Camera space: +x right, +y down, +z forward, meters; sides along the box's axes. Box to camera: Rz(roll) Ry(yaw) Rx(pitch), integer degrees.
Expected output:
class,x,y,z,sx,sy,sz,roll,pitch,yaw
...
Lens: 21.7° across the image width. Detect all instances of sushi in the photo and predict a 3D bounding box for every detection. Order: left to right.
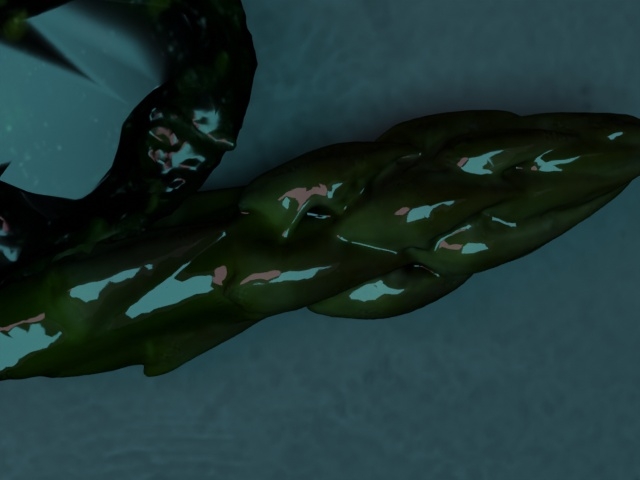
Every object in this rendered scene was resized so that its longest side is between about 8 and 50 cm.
class,x,y,z,sx,sy,sz,roll,pitch,yaw
sushi,-0.135,-0.045,0.608,0.225,0.127,0.124,-23,103,-4

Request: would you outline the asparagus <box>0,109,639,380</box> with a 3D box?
class,x,y,z,sx,sy,sz,roll,pitch,yaw
asparagus,0.000,0.000,0.668,0.287,0.080,0.080,-18,103,1
